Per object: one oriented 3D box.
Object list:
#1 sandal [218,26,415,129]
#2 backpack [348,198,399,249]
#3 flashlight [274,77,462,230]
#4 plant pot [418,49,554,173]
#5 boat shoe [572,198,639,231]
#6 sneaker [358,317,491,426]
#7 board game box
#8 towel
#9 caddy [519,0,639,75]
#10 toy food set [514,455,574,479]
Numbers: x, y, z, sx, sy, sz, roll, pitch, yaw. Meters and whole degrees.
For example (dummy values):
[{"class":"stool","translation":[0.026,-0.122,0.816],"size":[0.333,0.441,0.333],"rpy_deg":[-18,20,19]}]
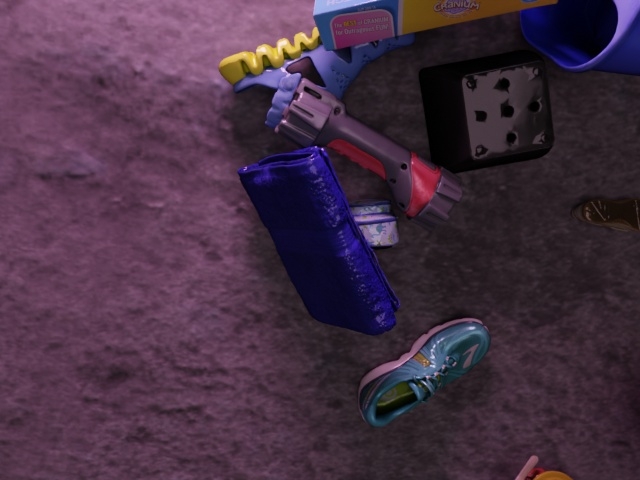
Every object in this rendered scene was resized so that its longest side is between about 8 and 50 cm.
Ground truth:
[{"class":"sandal","translation":[0.003,-0.276,0.966],"size":[0.317,0.126,0.138],"rpy_deg":[-17,104,11]},{"class":"backpack","translation":[0.081,-0.028,1.007],"size":[0.104,0.114,0.084],"rpy_deg":[-5,100,2]},{"class":"flashlight","translation":[0.075,-0.126,0.938],"size":[0.304,0.103,0.103],"rpy_deg":[27,73,-12]},{"class":"plant pot","translation":[0.276,-0.203,0.949],"size":[0.188,0.167,0.188],"rpy_deg":[-10,101,1]},{"class":"boat shoe","translation":[0.523,-0.044,1.045],"size":[0.152,0.048,0.056],"rpy_deg":[2,88,-7]},{"class":"sneaker","translation":[0.191,0.244,1.060],"size":[0.275,0.110,0.107],"rpy_deg":[-37,98,6]},{"class":"board game box","translation":[0.156,-0.401,0.849],"size":[0.316,0.242,0.064],"rpy_deg":[-7,144,17]},{"class":"towel","translation":[0.000,0.000,0.959],"size":[0.076,0.227,0.308],"rpy_deg":[-34,110,-27]},{"class":"caddy","translation":[0.397,-0.372,0.839],"size":[0.179,0.341,0.241],"rpy_deg":[5,122,-10]},{"class":"toy food set","translation":[0.430,0.502,1.135],"size":[0.217,0.071,0.128],"rpy_deg":[38,74,-8]}]
